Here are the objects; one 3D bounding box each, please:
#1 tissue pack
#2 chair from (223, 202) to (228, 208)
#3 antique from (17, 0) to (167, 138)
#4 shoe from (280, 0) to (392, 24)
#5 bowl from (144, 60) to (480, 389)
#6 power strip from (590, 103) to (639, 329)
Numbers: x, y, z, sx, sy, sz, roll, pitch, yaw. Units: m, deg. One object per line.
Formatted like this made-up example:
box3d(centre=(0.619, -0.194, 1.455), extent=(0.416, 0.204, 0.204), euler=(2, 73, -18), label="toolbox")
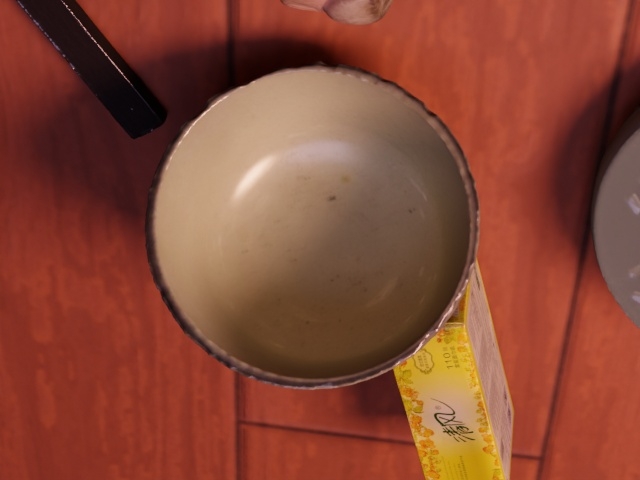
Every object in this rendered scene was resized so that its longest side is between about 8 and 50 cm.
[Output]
box3d(centre=(0.094, 0.097, 1.121), extent=(0.062, 0.095, 0.176), euler=(-7, 128, 16), label="tissue pack")
box3d(centre=(-0.070, -0.003, 1.105), extent=(0.042, 0.037, 0.086), euler=(39, 130, -6), label="chair")
box3d(centre=(-0.169, -0.144, 1.021), extent=(0.031, 0.015, 0.192), euler=(-23, 121, 27), label="antique")
box3d(centre=(-0.077, -0.265, 0.809), extent=(0.198, 0.172, 0.351), euler=(-3, 125, 20), label="shoe")
box3d(centre=(0.000, 0.000, 1.016), extent=(0.211, 0.211, 0.112), euler=(3, 168, 7), label="bowl")
box3d(centre=(0.267, -0.034, 0.991), extent=(0.167, 0.054, 0.253), euler=(29, 127, 2), label="power strip")
